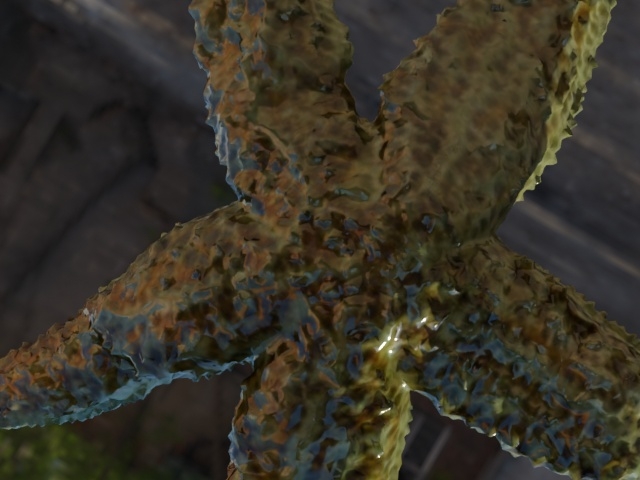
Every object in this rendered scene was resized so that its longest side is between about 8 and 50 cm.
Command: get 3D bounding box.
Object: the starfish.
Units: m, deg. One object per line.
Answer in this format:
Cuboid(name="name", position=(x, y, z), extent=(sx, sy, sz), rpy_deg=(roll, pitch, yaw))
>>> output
Cuboid(name="starfish", position=(-0.001, -0.002, 0.680), extent=(0.358, 0.347, 0.078), rpy_deg=(62, -172, 7))
